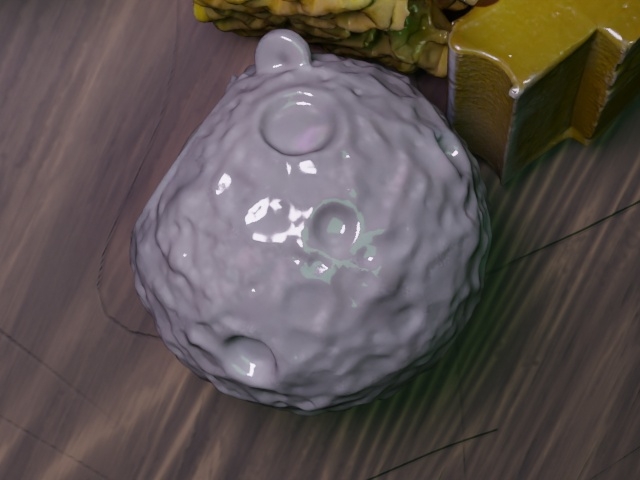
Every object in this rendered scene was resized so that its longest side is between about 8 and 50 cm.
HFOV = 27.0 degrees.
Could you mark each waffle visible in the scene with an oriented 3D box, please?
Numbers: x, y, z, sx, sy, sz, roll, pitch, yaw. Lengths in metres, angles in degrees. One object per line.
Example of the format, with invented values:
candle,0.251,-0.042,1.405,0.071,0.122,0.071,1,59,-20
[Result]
waffle,0.015,-0.246,1.204,0.261,0.324,0.151,14,90,20

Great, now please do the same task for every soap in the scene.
soap,0.239,-0.191,1.283,0.259,0.281,0.143,-39,77,-4

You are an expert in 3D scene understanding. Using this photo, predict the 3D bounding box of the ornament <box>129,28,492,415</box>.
ornament,0.000,0.000,1.232,0.337,0.337,0.337,-3,103,-14
